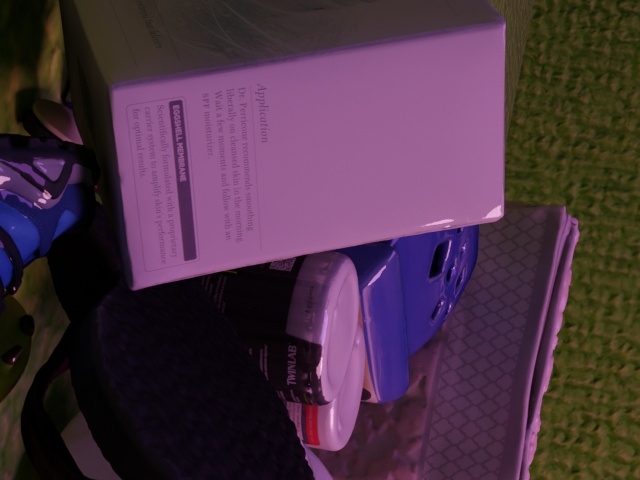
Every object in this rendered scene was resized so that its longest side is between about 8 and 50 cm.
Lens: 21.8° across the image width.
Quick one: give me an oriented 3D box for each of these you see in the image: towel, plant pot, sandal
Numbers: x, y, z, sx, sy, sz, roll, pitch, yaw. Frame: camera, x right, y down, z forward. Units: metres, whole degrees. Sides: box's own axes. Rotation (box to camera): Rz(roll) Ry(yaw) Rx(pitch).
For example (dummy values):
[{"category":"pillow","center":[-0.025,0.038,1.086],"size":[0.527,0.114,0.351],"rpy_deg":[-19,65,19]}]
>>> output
[{"category":"towel","center":[0.066,0.095,1.582],"size":[0.053,0.317,0.331],"rpy_deg":[66,34,-57]},{"category":"plant pot","center":[0.000,0.000,1.462],"size":[0.236,0.236,0.212],"rpy_deg":[82,26,-49]},{"category":"sandal","center":[-0.106,0.095,0.986],"size":[0.107,0.167,0.446],"rpy_deg":[-49,-162,4]}]

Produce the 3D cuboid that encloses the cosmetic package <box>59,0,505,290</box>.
[{"category":"cosmetic package","center":[-0.030,-0.103,0.997],"size":[0.224,0.225,0.138],"rpy_deg":[-118,-158,-54]}]

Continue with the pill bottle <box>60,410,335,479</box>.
[{"category":"pill bottle","center":[-0.077,0.270,1.284],"size":[0.392,0.224,0.224],"rpy_deg":[78,24,-56]}]

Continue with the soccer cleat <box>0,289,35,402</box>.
[{"category":"soccer cleat","center":[-0.238,0.112,0.876],"size":[0.121,0.093,0.289],"rpy_deg":[-55,-173,30]}]

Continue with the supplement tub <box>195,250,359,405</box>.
[{"category":"supplement tub","center":[-0.074,0.054,1.244],"size":[0.117,0.190,0.117],"rpy_deg":[8,90,-77]}]

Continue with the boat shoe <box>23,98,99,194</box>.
[{"category":"boat shoe","center":[-0.158,-0.054,1.124],"size":[0.133,0.042,0.049],"rpy_deg":[34,22,-56]}]

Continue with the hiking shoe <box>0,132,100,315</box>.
[{"category":"hiking shoe","center":[-0.207,0.012,0.839],"size":[0.304,0.113,0.132],"rpy_deg":[-17,110,-69]}]

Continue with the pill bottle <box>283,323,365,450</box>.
[{"category":"pill bottle","center":[-0.062,0.105,1.345],"size":[0.108,0.180,0.108],"rpy_deg":[7,90,-77]}]

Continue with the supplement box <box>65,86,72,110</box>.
[{"category":"supplement box","center":[-0.097,-0.084,1.243],"size":[0.220,0.114,0.111],"rpy_deg":[72,27,-59]}]
